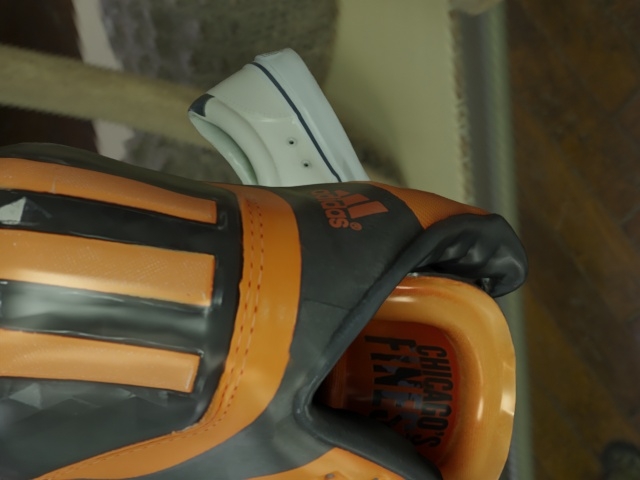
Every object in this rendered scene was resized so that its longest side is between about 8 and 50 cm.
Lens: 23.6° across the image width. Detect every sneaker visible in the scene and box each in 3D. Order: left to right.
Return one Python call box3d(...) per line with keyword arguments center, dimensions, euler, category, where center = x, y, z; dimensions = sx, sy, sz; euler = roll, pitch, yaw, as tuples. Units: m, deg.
box3d(center=(-0.036, 0.057, 0.471), dimensions=(0.321, 0.180, 0.125), euler=(111, 166, -78), category="sneaker")
box3d(center=(0.000, 0.000, 1.016), dimensions=(0.258, 0.091, 0.094), euler=(59, 168, 10), category="sneaker")
